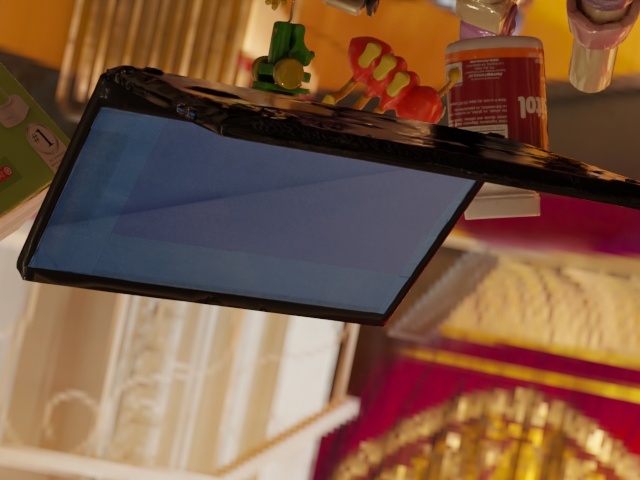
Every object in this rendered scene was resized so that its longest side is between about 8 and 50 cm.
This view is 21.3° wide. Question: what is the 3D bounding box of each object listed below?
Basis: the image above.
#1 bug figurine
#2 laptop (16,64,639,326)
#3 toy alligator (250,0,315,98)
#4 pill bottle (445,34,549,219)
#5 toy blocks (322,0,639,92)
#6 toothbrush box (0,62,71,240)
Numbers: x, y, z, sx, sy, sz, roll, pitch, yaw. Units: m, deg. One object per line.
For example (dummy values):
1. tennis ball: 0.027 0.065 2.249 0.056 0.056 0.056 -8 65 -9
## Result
1. bug figurine: 0.067 -0.199 1.198 0.072 0.216 0.279 -39 176 -44
2. laptop: 0.000 0.000 0.845 0.234 0.136 0.264 8 -171 -25
3. toy alligator: -0.029 -0.159 1.572 0.051 0.190 0.056 17 180 -31
4. pill bottle: 0.152 -0.095 1.450 0.086 0.152 0.086 -3 180 0
5. toy blocks: 0.181 -0.342 1.547 0.309 0.288 0.260 21 155 13
6. toothbrush box: -0.367 -0.103 1.381 0.122 0.283 0.206 -39 -177 37
